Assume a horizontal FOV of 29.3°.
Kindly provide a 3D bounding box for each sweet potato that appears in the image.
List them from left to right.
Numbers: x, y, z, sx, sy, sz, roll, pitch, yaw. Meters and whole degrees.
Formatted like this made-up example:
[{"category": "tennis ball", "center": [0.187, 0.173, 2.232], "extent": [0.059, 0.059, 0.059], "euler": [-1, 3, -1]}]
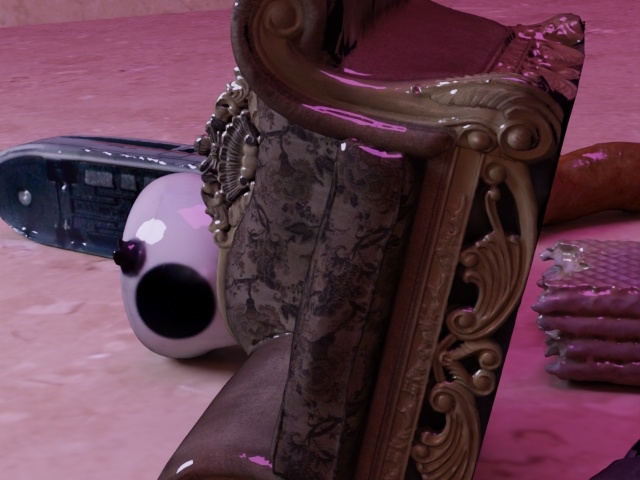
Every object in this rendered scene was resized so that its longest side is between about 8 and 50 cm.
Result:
[{"category": "sweet potato", "center": [0.235, -0.048, 0.972], "extent": [0.281, 0.059, 0.067], "euler": [-6, -17, -25]}]

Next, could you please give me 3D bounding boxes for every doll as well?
[{"category": "doll", "center": [-0.027, 0.016, 0.720], "extent": [0.180, 0.110, 0.107], "euler": [2, -3, -5]}]

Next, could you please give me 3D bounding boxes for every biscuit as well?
[{"category": "biscuit", "center": [0.238, 0.043, 0.687], "extent": [0.239, 0.062, 0.108], "euler": [4, 17, 14]}]

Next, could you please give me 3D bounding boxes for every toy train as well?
[{"category": "toy train", "center": [-0.078, -0.027, 0.892], "extent": [0.407, 0.086, 0.088], "euler": [9, 22, 32]}]

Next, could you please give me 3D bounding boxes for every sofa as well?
[{"category": "sofa", "center": [0.000, 0.000, 0.537], "extent": [0.182, 0.258, 0.200], "euler": [15, 22, 8]}]

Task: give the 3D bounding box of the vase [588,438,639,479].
[{"category": "vase", "center": [0.188, 0.090, 0.541], "extent": [0.211, 0.060, 0.060], "euler": [-13, 21, -35]}]
